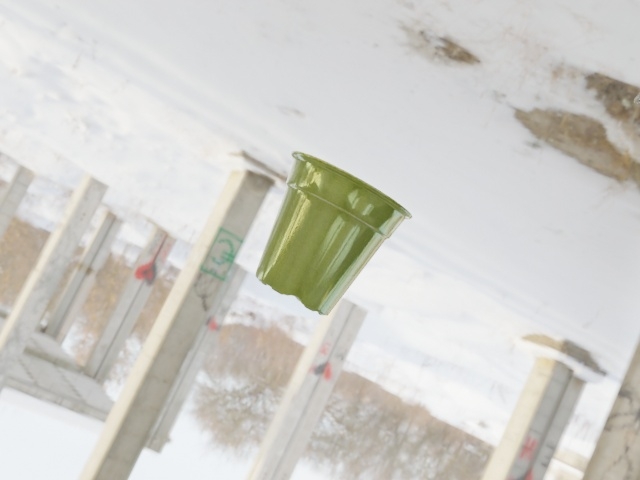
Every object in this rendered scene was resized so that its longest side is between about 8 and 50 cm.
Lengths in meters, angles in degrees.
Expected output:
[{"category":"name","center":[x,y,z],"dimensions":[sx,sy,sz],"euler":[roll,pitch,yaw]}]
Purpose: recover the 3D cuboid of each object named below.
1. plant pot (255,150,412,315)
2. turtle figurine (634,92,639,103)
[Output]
[{"category":"plant pot","center":[0.000,0.000,0.486],"dimensions":[0.083,0.079,0.083],"euler":[29,177,2]},{"category":"turtle figurine","center":[0.312,-0.302,0.602],"dimensions":[0.198,0.266,0.274],"euler":[61,173,31]}]
